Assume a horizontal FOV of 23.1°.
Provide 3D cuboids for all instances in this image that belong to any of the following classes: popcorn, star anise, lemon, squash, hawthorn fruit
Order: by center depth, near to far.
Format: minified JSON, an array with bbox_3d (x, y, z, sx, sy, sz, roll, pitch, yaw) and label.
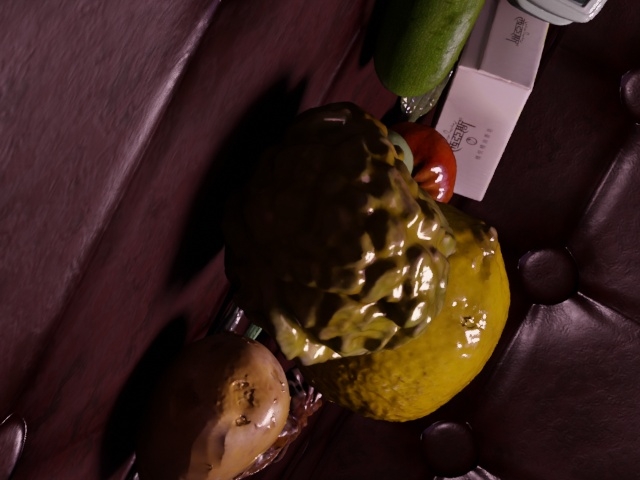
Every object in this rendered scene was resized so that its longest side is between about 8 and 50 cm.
[{"bbox_3d":[0.010,-0.003,1.442,0.212,0.259,0.259,-35,170,-1],"label":"popcorn"},{"bbox_3d":[0.127,-0.272,1.552,0.101,0.101,0.379,-53,173,-38],"label":"squash"},{"bbox_3d":[0.093,0.075,1.915,0.322,0.268,0.268,-56,175,32],"label":"lemon"},{"bbox_3d":[0.123,-0.095,2.014,0.140,0.125,0.125,-22,148,-37],"label":"hawthorn fruit"},{"bbox_3d":[-0.071,0.242,2.135,0.214,0.099,0.220,-41,169,-24],"label":"star anise"}]

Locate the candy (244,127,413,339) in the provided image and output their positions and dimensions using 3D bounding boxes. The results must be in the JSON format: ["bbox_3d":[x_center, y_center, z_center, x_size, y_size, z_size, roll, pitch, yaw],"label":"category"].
[{"bbox_3d":[0.000,0.000,1.770,0.335,0.092,0.093,-54,-170,-26],"label":"candy"}]

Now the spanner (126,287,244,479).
[{"bbox_3d":[-0.120,0.125,1.680,0.325,0.026,0.093,-60,171,3],"label":"spanner"}]

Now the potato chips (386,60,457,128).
[{"bbox_3d":[0.145,-0.228,2.012,0.092,0.028,0.207,-23,143,-48],"label":"potato chips"}]

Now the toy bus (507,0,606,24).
[{"bbox_3d":[0.301,-0.358,1.970,0.165,0.133,0.271,-63,-174,9],"label":"toy bus"}]

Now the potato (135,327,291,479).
[{"bbox_3d":[-0.109,0.178,1.551,0.150,0.146,0.234,-3,155,-25],"label":"potato"}]

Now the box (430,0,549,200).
[{"bbox_3d":[0.227,-0.212,2.180,0.260,0.111,0.194,111,-1,-55],"label":"box"}]
